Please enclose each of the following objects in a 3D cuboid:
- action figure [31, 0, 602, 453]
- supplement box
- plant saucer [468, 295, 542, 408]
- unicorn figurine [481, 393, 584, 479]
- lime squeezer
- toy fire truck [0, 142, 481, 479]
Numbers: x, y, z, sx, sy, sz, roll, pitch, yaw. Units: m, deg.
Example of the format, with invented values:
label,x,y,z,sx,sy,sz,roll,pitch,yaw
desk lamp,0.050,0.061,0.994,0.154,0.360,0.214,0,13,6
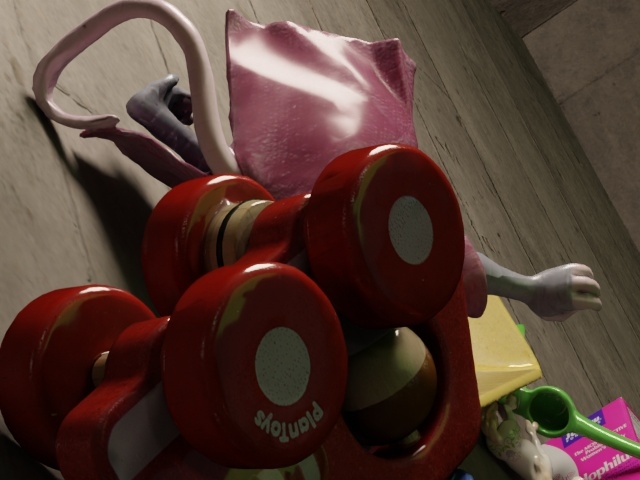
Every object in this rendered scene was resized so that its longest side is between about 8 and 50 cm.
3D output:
label,x,y,z,sx,sy,sz,roll,pitch,yaw
action figure,0.000,0.000,1.104,0.275,0.248,0.370,29,33,-43
supplement box,0.313,0.282,1.712,0.114,0.111,0.220,49,17,-22
plant saucer,0.063,0.018,1.554,0.333,0.081,0.333,60,16,9
unicorn figurine,0.209,0.213,1.655,0.162,0.060,0.111,28,24,-22
lime squeezer,0.243,0.169,1.742,0.110,0.059,0.310,17,14,-32
toy fire truck,-0.011,0.100,0.911,0.302,0.169,0.254,-43,115,-42
